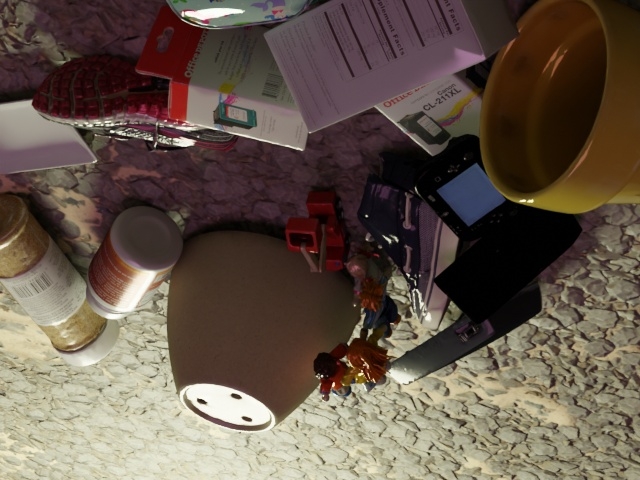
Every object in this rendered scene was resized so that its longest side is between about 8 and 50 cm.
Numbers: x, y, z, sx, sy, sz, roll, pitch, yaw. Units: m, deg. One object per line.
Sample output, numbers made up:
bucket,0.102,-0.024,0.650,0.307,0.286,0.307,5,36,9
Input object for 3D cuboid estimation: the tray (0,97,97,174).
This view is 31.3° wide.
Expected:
tray,-0.484,-0.164,1.760,0.270,0.030,0.145,-5,139,23

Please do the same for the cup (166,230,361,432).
cup,-0.121,0.174,1.887,0.331,0.237,0.331,12,147,8

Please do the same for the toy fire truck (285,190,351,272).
toy fire truck,0.000,0.000,1.729,0.047,0.135,0.192,2,141,16

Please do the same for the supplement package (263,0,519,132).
supplement package,0.084,-0.241,1.336,0.244,0.139,0.134,-19,101,33

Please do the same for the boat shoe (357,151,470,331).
boat shoe,0.138,-0.001,1.718,0.158,0.127,0.340,19,141,13

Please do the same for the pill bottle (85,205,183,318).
pill bottle,-0.318,0.044,1.900,0.121,0.121,0.216,25,142,-14

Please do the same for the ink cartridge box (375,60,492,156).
ink cartridge box,0.169,-0.180,1.495,0.175,0.072,0.127,36,138,-27

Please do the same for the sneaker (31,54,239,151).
sneaker,-0.258,-0.176,1.598,0.299,0.121,0.112,8,145,8

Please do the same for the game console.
game console,0.222,-0.022,1.557,0.213,0.044,0.361,-42,141,5

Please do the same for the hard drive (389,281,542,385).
hard drive,0.234,0.155,1.842,0.254,0.172,0.054,-39,75,46

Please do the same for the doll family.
doll family,0.079,0.133,1.773,0.118,0.263,0.163,12,164,20

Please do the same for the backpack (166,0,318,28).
backpack,-0.092,-0.344,1.263,0.225,0.191,0.253,-6,158,5

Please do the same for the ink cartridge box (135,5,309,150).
ink cartridge box,-0.114,-0.214,1.490,0.231,0.134,0.078,14,144,1

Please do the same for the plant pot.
plant pot,0.356,-0.146,1.358,0.239,0.254,0.254,12,146,-23

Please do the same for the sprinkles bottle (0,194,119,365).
sprinkles bottle,-0.480,0.076,1.993,0.121,0.121,0.355,-4,139,22
